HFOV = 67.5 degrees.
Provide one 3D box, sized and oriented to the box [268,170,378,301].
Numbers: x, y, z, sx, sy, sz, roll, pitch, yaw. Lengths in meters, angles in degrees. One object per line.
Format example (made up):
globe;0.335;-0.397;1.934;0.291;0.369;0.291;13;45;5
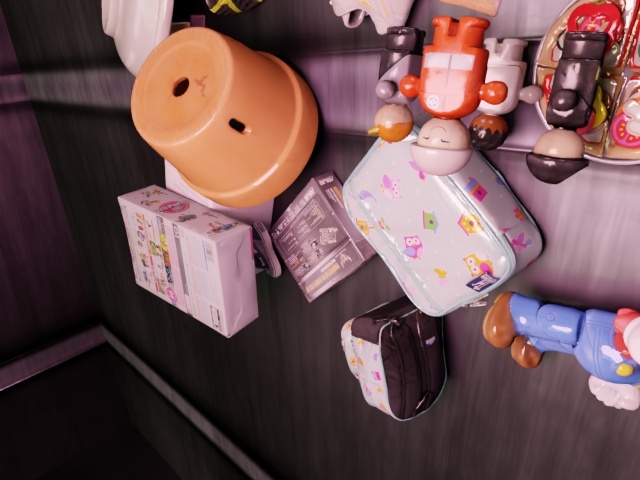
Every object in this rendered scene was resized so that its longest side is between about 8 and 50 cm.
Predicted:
box;0.000;0.000;0.961;0.183;0.056;0.231;57;142;10

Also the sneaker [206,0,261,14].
sneaker;-0.148;-0.515;0.725;0.147;0.145;0.385;69;160;5

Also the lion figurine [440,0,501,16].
lion figurine;0.081;-0.359;0.479;0.241;0.392;0.142;15;133;4

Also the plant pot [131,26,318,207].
plant pot;-0.177;-0.221;0.824;0.291;0.203;0.290;-6;76;24

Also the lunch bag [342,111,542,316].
lunch bag;0.165;-0.027;0.714;0.279;0.108;0.224;57;141;11

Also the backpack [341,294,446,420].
backpack;0.132;0.202;0.830;0.145;0.166;0.188;-6;101;53

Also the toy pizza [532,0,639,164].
toy pizza;0.323;-0.178;0.512;0.201;0.032;0.201;26;127;39

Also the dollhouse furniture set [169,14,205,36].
dollhouse furniture set;-0.269;-0.414;1.008;0.081;0.114;0.090;37;132;25

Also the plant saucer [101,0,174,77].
plant saucer;-0.383;-0.523;0.978;0.401;0.101;0.399;2;92;61

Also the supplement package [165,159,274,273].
supplement package;-0.233;-0.053;1.106;0.178;0.175;0.292;36;134;29

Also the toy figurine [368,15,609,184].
toy figurine;0.170;-0.151;0.526;0.209;0.213;0.148;-128;39;-65

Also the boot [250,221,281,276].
boot;-0.150;0.037;1.086;0.069;0.086;0.189;51;164;35

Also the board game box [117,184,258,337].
board game box;-0.272;0.034;0.986;0.304;0.098;0.223;21;126;31

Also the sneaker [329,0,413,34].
sneaker;0.028;-0.383;0.696;0.262;0.099;0.120;42;141;28

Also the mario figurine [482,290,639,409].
mario figurine;0.347;0.145;0.537;0.321;0.198;0.169;-1;97;53
